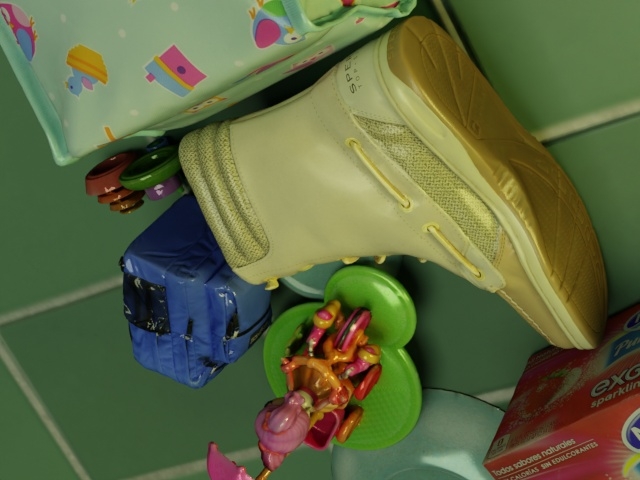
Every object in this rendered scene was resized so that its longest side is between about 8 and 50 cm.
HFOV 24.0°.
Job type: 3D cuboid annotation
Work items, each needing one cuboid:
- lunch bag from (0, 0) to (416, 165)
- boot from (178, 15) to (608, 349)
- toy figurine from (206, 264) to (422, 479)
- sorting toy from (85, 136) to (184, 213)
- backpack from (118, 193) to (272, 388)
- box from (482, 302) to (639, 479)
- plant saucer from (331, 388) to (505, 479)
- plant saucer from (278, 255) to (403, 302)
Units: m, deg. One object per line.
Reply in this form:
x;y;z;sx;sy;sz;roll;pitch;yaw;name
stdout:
-0.101;-0.208;0.897;0.223;0.160;0.262;-24;89;34;lunch bag
0.051;-0.006;0.987;0.203;0.095;0.262;-22;124;32;boot
-0.011;0.122;1.039;0.130;0.159;0.173;31;130;10;toy figurine
-0.123;-0.041;1.080;0.102;0.061;0.042;0;123;50;sorting toy
-0.088;0.048;1.089;0.101;0.098;0.120;26;133;24;backpack
0.248;0.106;0.965;0.257;0.128;0.123;-31;105;35;box
0.093;0.203;1.152;0.195;0.037;0.195;11;123;18;plant saucer
0.000;0.000;1.075;0.119;0.021;0.119;11;125;17;plant saucer
